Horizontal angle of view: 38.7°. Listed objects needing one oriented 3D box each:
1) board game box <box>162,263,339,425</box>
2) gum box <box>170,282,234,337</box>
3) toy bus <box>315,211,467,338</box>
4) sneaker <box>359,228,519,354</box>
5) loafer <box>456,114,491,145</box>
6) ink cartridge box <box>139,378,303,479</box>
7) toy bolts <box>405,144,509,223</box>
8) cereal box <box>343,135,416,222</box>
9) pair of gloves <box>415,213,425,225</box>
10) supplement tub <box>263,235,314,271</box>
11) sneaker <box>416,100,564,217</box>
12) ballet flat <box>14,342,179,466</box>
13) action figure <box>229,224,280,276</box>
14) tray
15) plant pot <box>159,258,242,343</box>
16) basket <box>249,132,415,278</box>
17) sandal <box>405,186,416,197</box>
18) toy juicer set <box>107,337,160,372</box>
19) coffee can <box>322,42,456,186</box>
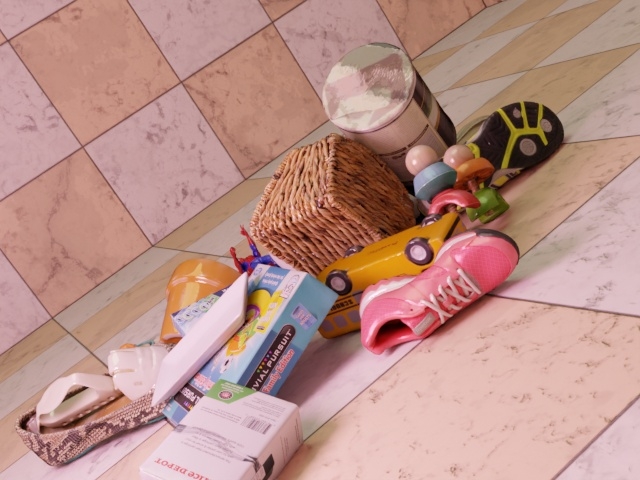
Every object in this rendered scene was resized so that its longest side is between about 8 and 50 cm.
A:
[{"bbox_3d":[-0.132,0.206,1.622,0.336,0.079,0.254,-57,20,-11],"label":"board game box"},{"bbox_3d":[-0.197,0.184,1.884,0.157,0.041,0.184,-27,47,-22],"label":"gum box"},{"bbox_3d":[0.121,0.066,1.655,0.333,0.130,0.108,-23,16,34],"label":"toy bus"},{"bbox_3d":[0.193,0.100,1.492,0.314,0.116,0.136,-33,23,29],"label":"sneaker"},{"bbox_3d":[0.339,-0.188,2.118,0.268,0.102,0.092,-47,19,-13],"label":"loafer"},{"bbox_3d":[-0.144,0.319,1.354,0.153,0.086,0.208,15,40,28],"label":"ink cartridge box"},{"bbox_3d":[0.221,-0.090,1.739,0.218,0.158,0.228,-34,-17,19],"label":"toy bolts"},{"bbox_3d":[0.130,-0.141,2.102,0.047,0.173,0.240,-43,30,23],"label":"cereal box"},{"bbox_3d":[0.249,-0.058,2.040,0.083,0.010,0.074,-32,15,13],"label":"pair of gloves"},{"bbox_3d":[0.010,-0.069,2.148,0.228,0.228,0.316,-26,15,25],"label":"supplement tub"},{"bbox_3d":[0.353,-0.175,1.956,0.385,0.145,0.147,-29,-6,-19],"label":"sneaker"},{"bbox_3d":[-0.438,0.321,1.898,0.483,0.182,0.164,-28,39,16],"label":"ballet flat"},{"bbox_3d":[-0.178,0.032,2.421,0.091,0.139,0.280,-38,13,-24],"label":"action figure"},{"bbox_3d":[-0.213,0.186,1.676,0.270,0.030,0.145,-46,19,21],"label":"tray"},{"bbox_3d":[-0.267,0.177,2.035,0.205,0.205,0.188,-22,33,37],"label":"plant pot"},{"bbox_3d":[0.026,-0.063,1.864,0.223,0.299,0.213,-23,49,33],"label":"basket"},{"bbox_3d":[0.181,-0.278,2.141,0.167,0.107,0.445,-46,41,19],"label":"sandal"},{"bbox_3d":[-0.428,0.276,2.224,0.209,0.089,0.329,-27,15,22],"label":"toy juicer set"},{"bbox_3d":[0.151,-0.259,1.926,0.202,0.275,0.201,-10,65,23],"label":"coffee can"}]
